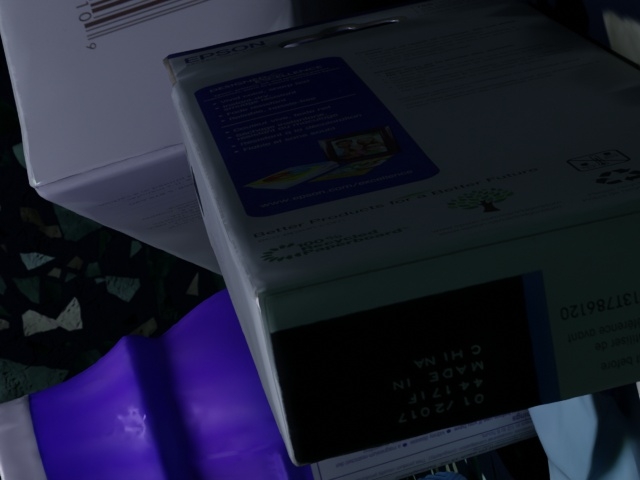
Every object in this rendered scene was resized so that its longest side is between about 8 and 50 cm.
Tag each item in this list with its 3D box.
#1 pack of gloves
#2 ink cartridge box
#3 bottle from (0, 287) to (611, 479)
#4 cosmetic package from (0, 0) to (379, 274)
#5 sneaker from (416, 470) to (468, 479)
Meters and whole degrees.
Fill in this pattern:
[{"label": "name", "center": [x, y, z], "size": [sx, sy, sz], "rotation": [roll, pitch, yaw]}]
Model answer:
[{"label": "pack of gloves", "center": [0.149, 0.114, 0.690], "size": [0.195, 0.046, 0.232], "rotation": [42, 153, 59]}, {"label": "ink cartridge box", "center": [0.037, -0.026, 0.641], "size": [0.332, 0.165, 0.065], "rotation": [-116, 13, -69]}, {"label": "bottle", "center": [-0.010, 0.069, 0.807], "size": [0.118, 0.283, 0.092], "rotation": [-116, 11, -57]}, {"label": "cosmetic package", "center": [-0.053, -0.112, 0.994], "size": [0.385, 0.156, 0.217], "rotation": [42, -149, -75]}, {"label": "sneaker", "center": [0.119, 0.281, 1.307], "size": [0.228, 0.087, 0.092], "rotation": [-101, -9, -55]}]
